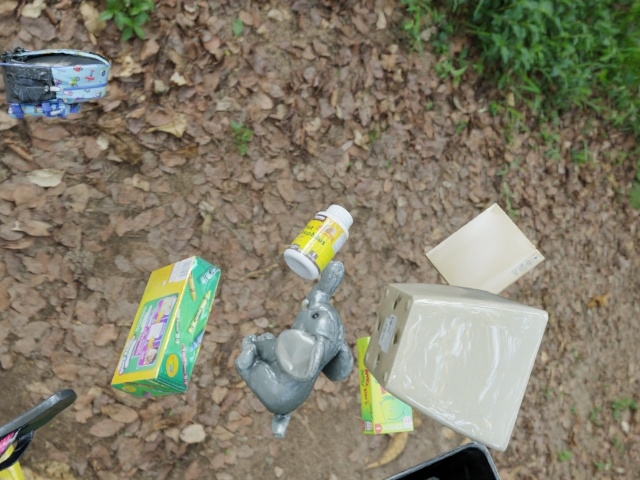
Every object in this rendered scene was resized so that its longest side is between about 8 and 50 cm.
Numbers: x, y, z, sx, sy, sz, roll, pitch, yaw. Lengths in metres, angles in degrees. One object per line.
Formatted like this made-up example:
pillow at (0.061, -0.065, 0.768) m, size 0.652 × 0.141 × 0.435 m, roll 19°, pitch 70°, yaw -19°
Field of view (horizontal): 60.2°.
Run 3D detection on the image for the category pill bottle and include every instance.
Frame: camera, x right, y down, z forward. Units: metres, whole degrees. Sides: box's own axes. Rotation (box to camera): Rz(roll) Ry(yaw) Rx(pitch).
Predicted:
pill bottle at (0.000, 0.000, 1.581) m, size 0.215 × 0.117 × 0.117 m, roll -51°, pitch 122°, yaw -24°

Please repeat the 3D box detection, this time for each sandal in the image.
sandal at (-0.355, 0.234, 0.622) m, size 0.179 × 0.067 × 0.040 m, roll -32°, pitch 79°, yaw -10°

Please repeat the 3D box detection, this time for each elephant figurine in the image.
elephant figurine at (-0.022, 0.187, 0.964) m, size 0.186 × 0.239 × 0.169 m, roll 52°, pitch 26°, yaw -10°

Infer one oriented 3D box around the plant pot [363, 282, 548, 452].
plant pot at (0.096, 0.086, 0.443) m, size 0.096 × 0.109 × 0.109 m, roll 17°, pitch 91°, yaw -9°

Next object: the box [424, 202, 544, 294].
box at (0.361, 0.037, 1.220) m, size 0.201 × 0.021 × 0.164 m, roll -36°, pitch 75°, yaw -3°

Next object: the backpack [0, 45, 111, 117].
backpack at (-0.467, -0.286, 0.997) m, size 0.173 × 0.158 × 0.116 m, roll -6°, pitch 113°, yaw -18°

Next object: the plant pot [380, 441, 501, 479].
plant pot at (0.095, 0.319, 0.535) m, size 0.188 × 0.167 × 0.187 m, roll -21°, pitch 71°, yaw -4°

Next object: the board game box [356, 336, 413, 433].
board game box at (0.127, 0.284, 1.091) m, size 0.092 × 0.043 × 0.181 m, roll 6°, pitch 72°, yaw -28°

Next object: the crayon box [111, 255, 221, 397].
crayon box at (-0.325, 0.183, 1.176) m, size 0.081 × 0.165 × 0.278 m, roll 37°, pitch 50°, yaw -36°

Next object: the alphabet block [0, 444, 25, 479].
alphabet block at (-0.691, 0.519, 1.042) m, size 0.197 × 0.192 × 0.193 m, roll -26°, pitch 82°, yaw -10°
